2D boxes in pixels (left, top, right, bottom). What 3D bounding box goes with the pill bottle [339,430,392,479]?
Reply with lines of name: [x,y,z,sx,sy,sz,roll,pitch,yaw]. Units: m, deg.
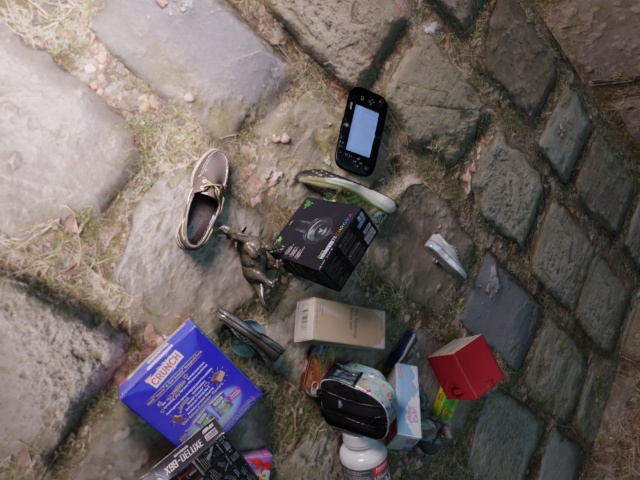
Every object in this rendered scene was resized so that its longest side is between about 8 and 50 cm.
pill bottle: [0.165,0.824,1.538,0.176,0.176,0.319,-15,99,-29]

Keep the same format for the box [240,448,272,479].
box: [-0.305,0.780,1.330,0.293,0.057,0.201,10,88,-30]

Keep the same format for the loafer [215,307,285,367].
loafer: [-0.227,0.311,1.322,0.267,0.096,0.084,40,78,-27]

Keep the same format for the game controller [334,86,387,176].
game controller: [0.150,-0.401,1.566,0.166,0.067,0.320,16,82,-30]

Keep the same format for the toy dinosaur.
toy dinosaur: [-0.202,0.069,1.337,0.121,0.160,0.314,-38,120,-40]

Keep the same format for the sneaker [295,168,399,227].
sneaker: [0.087,-0.125,1.503,0.410,0.158,0.182,18,99,-25]

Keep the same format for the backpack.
backpack: [0.142,0.554,1.462,0.191,0.253,0.225,-32,124,-49]

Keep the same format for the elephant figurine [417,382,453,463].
elephant figurine: [0.403,0.730,1.706,0.239,0.169,0.186,44,29,-16]

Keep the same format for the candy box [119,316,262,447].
candy box: [-0.375,0.437,1.245,0.268,0.122,0.317,-45,113,-20]

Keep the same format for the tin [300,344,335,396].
tin: [-0.009,0.457,1.510,0.106,0.040,0.190,20,81,-25]

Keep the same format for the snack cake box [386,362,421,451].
snack cake box: [0.300,0.607,1.551,0.089,0.152,0.265,11,47,-3]

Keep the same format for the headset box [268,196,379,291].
headset box: [0.000,0.000,1.372,0.246,0.283,0.131,-55,131,-17]

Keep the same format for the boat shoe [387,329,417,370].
boat shoe: [0.338,0.452,1.695,0.066,0.066,0.183,49,69,-23]

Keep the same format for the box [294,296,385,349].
box: [0.073,0.300,1.488,0.310,0.121,0.148,14,68,-30]

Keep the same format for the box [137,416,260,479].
box: [-0.321,0.692,1.194,0.242,0.076,0.308,-36,124,-22]

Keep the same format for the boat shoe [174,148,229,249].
boat shoe: [-0.341,-0.125,1.265,0.116,0.096,0.325,23,80,-29]

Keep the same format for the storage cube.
storage cube: [0.597,0.525,1.751,0.214,0.183,0.193,-21,80,-28]

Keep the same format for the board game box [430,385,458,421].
board game box: [0.556,0.684,1.841,0.092,0.043,0.181,34,74,-26]

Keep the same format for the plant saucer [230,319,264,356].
plant saucer: [-0.241,0.315,1.378,0.119,0.021,0.120,-1,92,-31]

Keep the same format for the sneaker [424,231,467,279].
sneaker: [0.550,0.066,1.794,0.258,0.094,0.091,43,75,-23]
